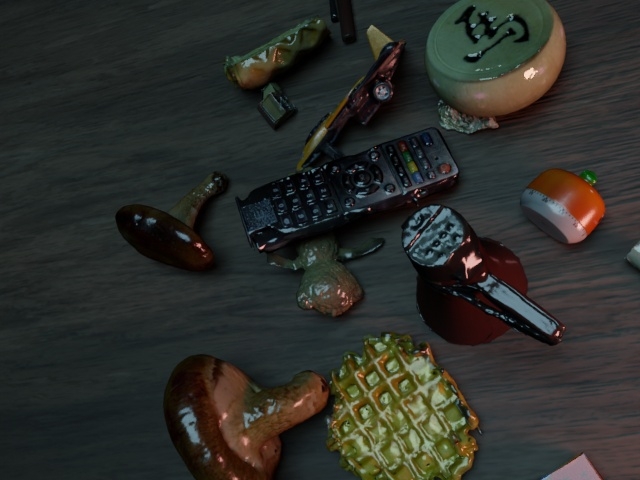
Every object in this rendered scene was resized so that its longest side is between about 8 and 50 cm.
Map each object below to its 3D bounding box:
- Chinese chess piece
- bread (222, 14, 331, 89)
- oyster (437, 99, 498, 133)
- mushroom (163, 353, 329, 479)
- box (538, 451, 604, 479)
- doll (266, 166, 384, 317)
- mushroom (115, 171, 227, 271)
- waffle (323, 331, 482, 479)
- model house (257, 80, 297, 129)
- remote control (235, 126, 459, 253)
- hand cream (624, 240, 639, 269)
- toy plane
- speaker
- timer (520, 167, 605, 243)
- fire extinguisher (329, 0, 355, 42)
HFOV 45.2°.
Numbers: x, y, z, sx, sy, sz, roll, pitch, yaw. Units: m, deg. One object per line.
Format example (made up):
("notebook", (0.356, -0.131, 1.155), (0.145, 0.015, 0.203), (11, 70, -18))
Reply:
("Chinese chess piece", (0.311, -0.341, 1.381), (0.250, 0.101, 0.250), (-13, 54, 18))
("bread", (-0.088, -0.384, 1.578), (0.232, 0.088, 0.128), (-29, 24, 4))
("oyster", (0.268, -0.236, 1.427), (0.100, 0.037, 0.098), (-18, 67, 14))
("mushroom", (-0.150, 0.294, 1.291), (0.267, 0.267, 0.254), (30, 93, 26))
("box", (0.362, 0.418, 1.173), (0.175, 0.048, 0.112), (-34, 66, 6))
("doll", (-0.016, 0.004, 1.428), (0.202, 0.091, 0.286), (-31, 73, -28))
("mushroom", (-0.274, -0.058, 1.538), (0.227, 0.148, 0.217), (22, 63, 15))
("waffle", (0.131, 0.287, 1.294), (0.280, 0.060, 0.262), (6, 77, 26))
("model house", (-0.098, -0.277, 1.573), (0.083, 0.057, 0.058), (50, 121, 7))
("remote control", (0.052, -0.084, 1.394), (0.398, 0.062, 0.145), (-19, 61, -4))
("hand cream", (0.577, 0.074, 1.208), (0.205, 0.050, 0.078), (41, 90, 22))
("toy plane", (0.064, -0.250, 1.469), (0.103, 0.204, 0.316), (31, 104, 0))
("speaker", (0.231, 0.082, 1.191), (0.198, 0.329, 0.259), (-28, 72, 10))
("timer", (0.415, -0.068, 1.289), (0.136, 0.099, 0.136), (-2, 72, 6))
("fire extinguisher", (0.042, -0.487, 1.599), (0.049, 0.035, 0.173), (-32, 57, 51))
